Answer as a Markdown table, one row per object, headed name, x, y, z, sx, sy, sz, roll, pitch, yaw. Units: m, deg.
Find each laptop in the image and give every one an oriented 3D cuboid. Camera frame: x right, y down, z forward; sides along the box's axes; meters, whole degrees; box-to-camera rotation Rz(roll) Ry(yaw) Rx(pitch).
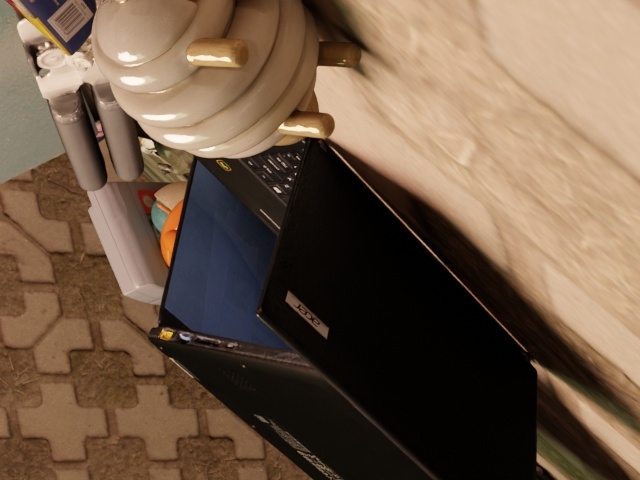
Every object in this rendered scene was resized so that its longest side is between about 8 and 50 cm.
| name | x | y | z | sx | sy | sz | roll | pitch | yaw |
| --- | --- | --- | --- | --- | --- | --- | --- | --- | --- |
| laptop | 0.016 | 0.057 | 0.731 | 0.234 | 0.137 | 0.264 | 45 | 160 | -23 |
| laptop | 0.064 | 0.107 | 1.013 | 0.407 | 0.236 | 0.382 | 4 | 146 | 51 |

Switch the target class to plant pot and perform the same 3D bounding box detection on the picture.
| name | x | y | z | sx | sy | sz | roll | pitch | yaw |
| --- | --- | --- | --- | --- | --- | --- | --- | --- | --- |
| plant pot | -0.449 | -0.225 | 1.348 | 0.248 | 0.247 | 0.252 | 38 | 147 | 40 |

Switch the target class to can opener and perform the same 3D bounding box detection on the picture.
| name | x | y | z | sx | sy | sz | roll | pitch | yaw |
| --- | --- | --- | --- | --- | --- | --- | --- | --- | --- |
| can opener | -0.200 | -0.134 | 0.973 | 0.280 | 0.074 | 0.093 | 91 | 162 | -64 |

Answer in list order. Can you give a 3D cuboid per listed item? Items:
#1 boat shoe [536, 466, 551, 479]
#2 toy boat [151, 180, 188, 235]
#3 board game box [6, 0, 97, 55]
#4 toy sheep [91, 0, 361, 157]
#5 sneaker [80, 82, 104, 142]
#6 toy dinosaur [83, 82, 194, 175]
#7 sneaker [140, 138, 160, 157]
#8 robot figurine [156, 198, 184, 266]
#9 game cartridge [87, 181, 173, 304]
| name | x | y | z | sx | sy | sz | roll | pitch | yaw |
| --- | --- | --- | --- | --- | --- | --- | --- | --- | --- |
| boat shoe | 0.261 | 0.312 | 1.390 | 0.319 | 0.116 | 0.099 | 47 | 135 | 35 |
| toy boat | -0.151 | 0.029 | 1.649 | 0.267 | 0.148 | 0.318 | 43 | 175 | -4 |
| board game box | -0.242 | -0.234 | 0.737 | 0.194 | 0.060 | 0.194 | 41 | 175 | 21 |
| toy sheep | -0.042 | -0.075 | 0.443 | 0.091 | 0.091 | 0.132 | 37 | 178 | 41 |
| sneaker | -0.410 | -0.262 | 1.597 | 0.319 | 0.112 | 0.131 | 43 | 156 | -20 |
| toy dinosaur | -0.172 | -0.125 | 1.110 | 0.118 | 0.064 | 0.268 | 36 | 166 | 41 |
| sneaker | -0.230 | -0.128 | 1.592 | 0.037 | 0.032 | 0.083 | 42 | 175 | 2 |
| robot figurine | -0.107 | 0.020 | 1.392 | 0.219 | 0.158 | 0.128 | 39 | 145 | 31 |
| game cartridge | -0.243 | 0.004 | 1.790 | 0.294 | 0.060 | 0.196 | -7 | -104 | -69 |
